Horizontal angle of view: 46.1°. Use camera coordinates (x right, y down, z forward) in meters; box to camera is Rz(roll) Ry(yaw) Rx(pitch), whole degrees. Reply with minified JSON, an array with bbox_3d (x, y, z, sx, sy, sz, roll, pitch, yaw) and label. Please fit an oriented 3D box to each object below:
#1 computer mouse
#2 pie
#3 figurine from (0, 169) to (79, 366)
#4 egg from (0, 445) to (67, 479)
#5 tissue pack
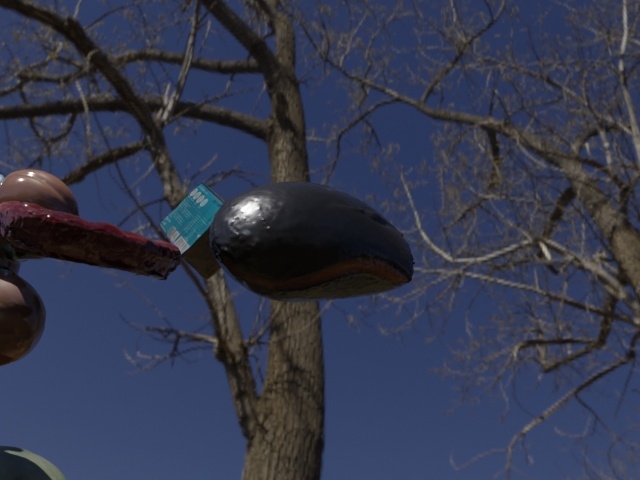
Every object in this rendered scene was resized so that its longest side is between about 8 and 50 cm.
[{"bbox_3d":[0.002,-0.004,1.026,0.323,0.183,0.116,-2,-46,-40],"label":"computer mouse"},{"bbox_3d":[-0.271,0.002,0.879,0.219,0.054,0.204,16,-4,-17],"label":"pie"},{"bbox_3d":[-0.525,0.050,1.108,0.248,0.276,0.388,17,-21,-23],"label":"figurine"},{"bbox_3d":[-0.479,0.426,1.033,0.258,0.352,0.258,0,-85,3],"label":"egg"},{"bbox_3d":[-0.201,-0.019,1.320,0.120,0.169,0.082,-46,-58,-3],"label":"tissue pack"}]
